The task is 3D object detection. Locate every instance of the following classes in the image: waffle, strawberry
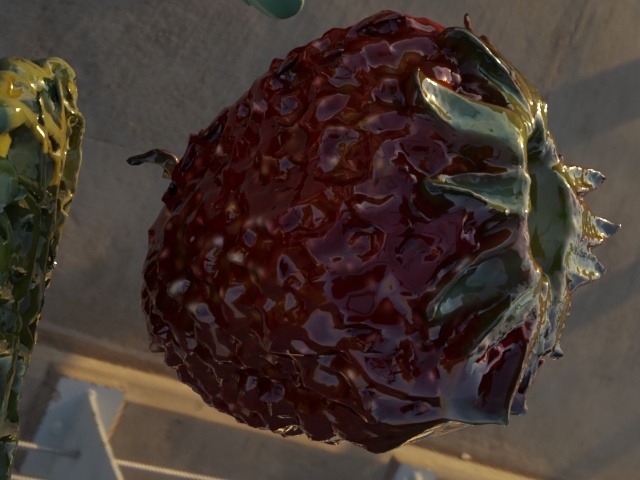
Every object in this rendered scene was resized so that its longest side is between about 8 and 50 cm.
[{"bbox_3d":[-0.211,0.041,0.632,0.073,0.297,0.317,10,119,-8],"label":"waffle"},{"bbox_3d":[0.000,-0.002,0.650,0.292,0.343,0.292,18,69,-57],"label":"strawberry"}]

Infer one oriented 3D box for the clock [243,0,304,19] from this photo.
[{"bbox_3d":[-0.005,-0.239,0.599,0.188,0.148,0.060,-42,140,12],"label":"clock"}]
